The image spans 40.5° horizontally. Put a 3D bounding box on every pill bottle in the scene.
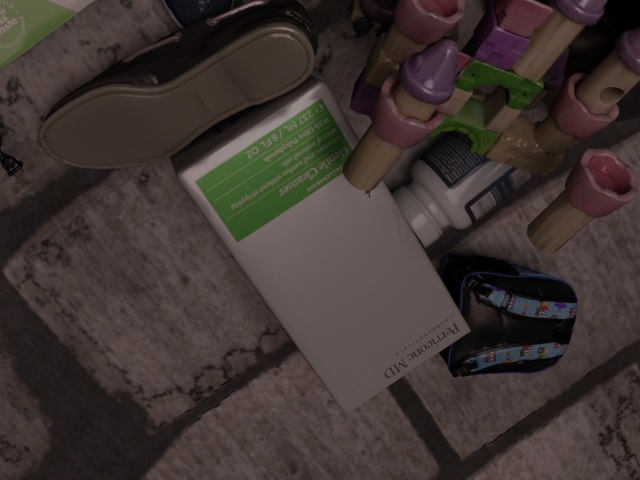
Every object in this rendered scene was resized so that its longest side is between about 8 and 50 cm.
[{"bbox_3d":[0.176,-0.077,1.086,0.180,0.108,0.108,-38,113,1],"label":"pill bottle"}]

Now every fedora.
[{"bbox_3d":[0.325,-0.286,1.019,0.124,0.244,0.275,-48,112,-27],"label":"fedora"}]

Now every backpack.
[{"bbox_3d":[0.245,0.099,1.157,0.174,0.117,0.158,2,107,-14],"label":"backpack"}]

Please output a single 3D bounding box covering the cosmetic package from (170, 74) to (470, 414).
[{"bbox_3d":[0.000,0.000,1.044,0.197,0.155,0.365,-35,112,-2],"label":"cosmetic package"}]

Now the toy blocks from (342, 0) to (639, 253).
[{"bbox_3d":[0.195,-0.201,0.883,0.289,0.308,0.260,17,141,-15],"label":"toy blocks"}]

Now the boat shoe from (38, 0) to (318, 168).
[{"bbox_3d":[-0.156,-0.174,0.972,0.335,0.095,0.112,-19,128,15],"label":"boat shoe"}]

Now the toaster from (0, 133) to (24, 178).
[{"bbox_3d":[-0.449,-0.097,0.915,0.227,0.129,0.146,39,100,-24],"label":"toaster"}]

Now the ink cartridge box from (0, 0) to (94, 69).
[{"bbox_3d":[-0.358,-0.368,0.847,0.207,0.119,0.353,-37,113,1],"label":"ink cartridge box"}]

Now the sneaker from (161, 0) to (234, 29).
[{"bbox_3d":[-0.132,-0.347,0.892,0.099,0.153,0.282,-7,110,-12],"label":"sneaker"}]
